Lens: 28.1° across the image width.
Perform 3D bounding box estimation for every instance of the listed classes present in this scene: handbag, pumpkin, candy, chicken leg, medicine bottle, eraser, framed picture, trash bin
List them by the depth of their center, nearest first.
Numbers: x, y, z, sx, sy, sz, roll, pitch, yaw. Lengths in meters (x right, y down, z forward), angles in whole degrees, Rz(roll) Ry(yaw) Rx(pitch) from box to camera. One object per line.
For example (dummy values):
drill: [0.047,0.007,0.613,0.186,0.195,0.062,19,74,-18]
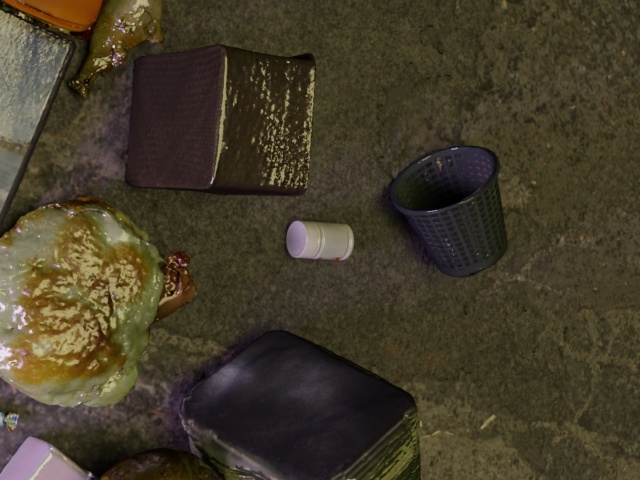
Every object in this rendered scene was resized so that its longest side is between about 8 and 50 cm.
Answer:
framed picture: [-0.474,-0.133,1.549,0.265,0.016,0.347,23,91,-33]
pumpkin: [-0.199,0.372,1.625,0.218,0.162,0.219,1,89,-32]
candy: [-0.428,0.230,1.643,0.083,0.020,0.030,10,86,-34]
chicken leg: [-0.267,-0.261,1.689,0.093,0.070,0.178,37,81,-12]
eraser: [-0.307,0.394,1.700,0.287,0.086,0.130,46,69,-28]
handbag: [-0.021,0.307,1.761,0.247,0.340,0.240,-36,131,-32]
medicine bottle: [0.000,0.000,1.898,0.089,0.057,0.057,3,92,-36]
trash bin: [0.217,-0.038,1.991,0.175,0.175,0.161,-43,126,-24]

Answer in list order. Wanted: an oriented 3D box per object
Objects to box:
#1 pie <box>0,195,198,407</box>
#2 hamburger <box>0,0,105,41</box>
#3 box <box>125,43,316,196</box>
pie: [-0.317,0.078,1.666,0.257,0.105,0.274,41,72,-22]
hamburger: [-0.346,-0.333,1.615,0.166,0.087,0.137,25,79,-35]
box: [-0.134,-0.153,1.665,0.143,0.273,0.184,5,90,-31]
